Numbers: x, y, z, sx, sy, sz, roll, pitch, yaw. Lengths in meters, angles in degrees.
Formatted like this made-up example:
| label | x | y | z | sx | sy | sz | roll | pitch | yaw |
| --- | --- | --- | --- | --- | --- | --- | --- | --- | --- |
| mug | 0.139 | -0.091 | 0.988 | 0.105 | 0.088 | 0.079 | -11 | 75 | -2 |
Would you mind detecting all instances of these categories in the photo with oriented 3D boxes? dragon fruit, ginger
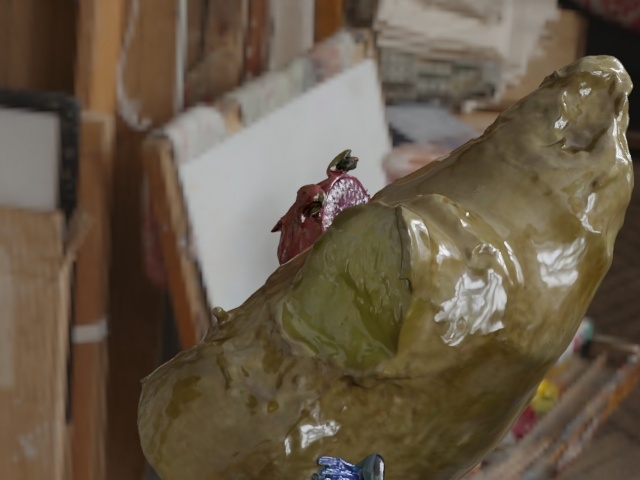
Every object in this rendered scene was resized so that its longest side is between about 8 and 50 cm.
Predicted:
| label | x | y | z | sx | sy | sz | roll | pitch | yaw |
| --- | --- | --- | --- | --- | --- | --- | --- | --- | --- |
| dragon fruit | 0.000 | 0.005 | 1.289 | 0.068 | 0.126 | 0.112 | -7 | 21 | 29 |
| ginger | 0.053 | 0.038 | 0.743 | 0.270 | 0.219 | 0.123 | -37 | 65 | 6 |

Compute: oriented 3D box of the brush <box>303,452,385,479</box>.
| label | x | y | z | sx | sy | sz | roll | pitch | yaw |
| --- | --- | --- | --- | --- | --- | --- | --- | --- | --- |
| brush | -0.031 | 0.140 | 0.671 | 0.030 | 0.178 | 0.033 | 10 | 51 | -35 |
